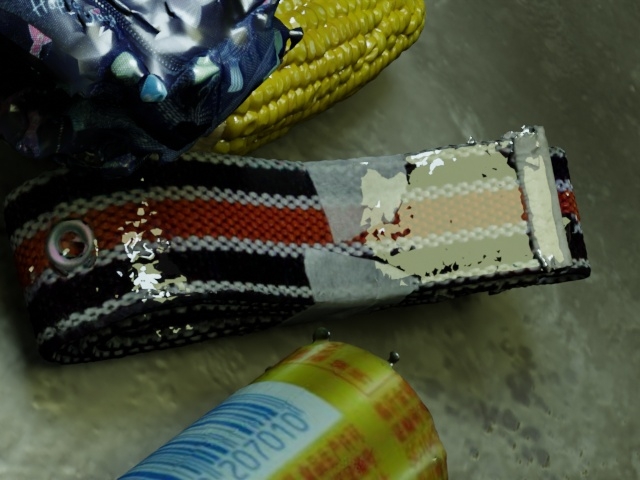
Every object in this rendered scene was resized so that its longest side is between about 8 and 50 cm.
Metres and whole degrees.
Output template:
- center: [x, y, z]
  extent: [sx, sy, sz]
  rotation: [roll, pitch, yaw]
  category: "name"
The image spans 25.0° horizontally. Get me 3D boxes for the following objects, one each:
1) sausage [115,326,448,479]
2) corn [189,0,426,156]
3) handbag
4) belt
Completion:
- center: [-0.068, 0.166, 0.634]
  extent: [0.317, 0.117, 0.125]
  rotation: [-34, 85, -43]
  category: "sausage"
- center: [-0.028, -0.109, 0.828]
  extent: [0.261, 0.097, 0.097]
  rotation: [-33, 91, -46]
  category: "corn"
- center: [-0.135, -0.127, 0.683]
  extent: [0.260, 0.113, 0.162]
  rotation: [33, 52, 21]
  category: "handbag"
- center: [0.000, 0.000, 0.786]
  extent: [0.359, 0.126, 0.094]
  rotation: [-5, 81, -36]
  category: "belt"
